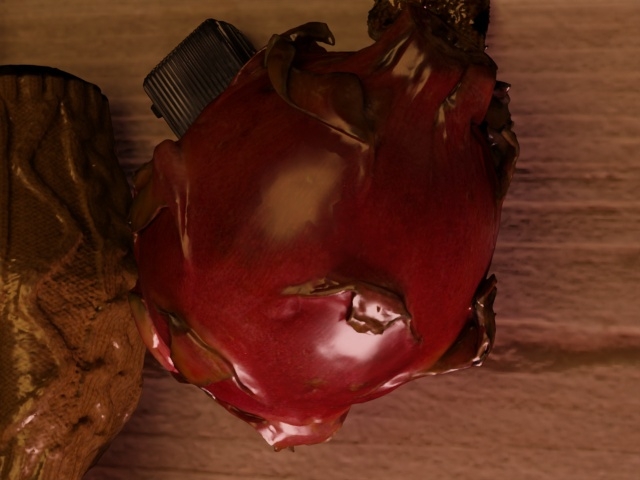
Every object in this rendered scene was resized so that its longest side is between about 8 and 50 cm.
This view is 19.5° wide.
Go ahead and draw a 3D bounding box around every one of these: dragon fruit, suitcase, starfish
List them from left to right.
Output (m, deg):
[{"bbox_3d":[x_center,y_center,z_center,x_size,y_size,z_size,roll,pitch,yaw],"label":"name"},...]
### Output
[{"bbox_3d":[-0.067,-0.095,1.356,0.086,0.059,0.126,-41,69,15],"label":"suitcase"},{"bbox_3d":[0.003,-0.002,1.216,0.315,0.250,0.250,-31,73,18],"label":"dragon fruit"},{"bbox_3d":[0.088,-0.188,1.281,0.146,0.074,0.190,-25,75,23],"label":"starfish"}]

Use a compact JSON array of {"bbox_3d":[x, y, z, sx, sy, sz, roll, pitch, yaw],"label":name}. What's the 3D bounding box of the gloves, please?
[{"bbox_3d":[-0.207,0.047,1.335,0.155,0.203,0.356,-10,75,42],"label":"gloves"}]
